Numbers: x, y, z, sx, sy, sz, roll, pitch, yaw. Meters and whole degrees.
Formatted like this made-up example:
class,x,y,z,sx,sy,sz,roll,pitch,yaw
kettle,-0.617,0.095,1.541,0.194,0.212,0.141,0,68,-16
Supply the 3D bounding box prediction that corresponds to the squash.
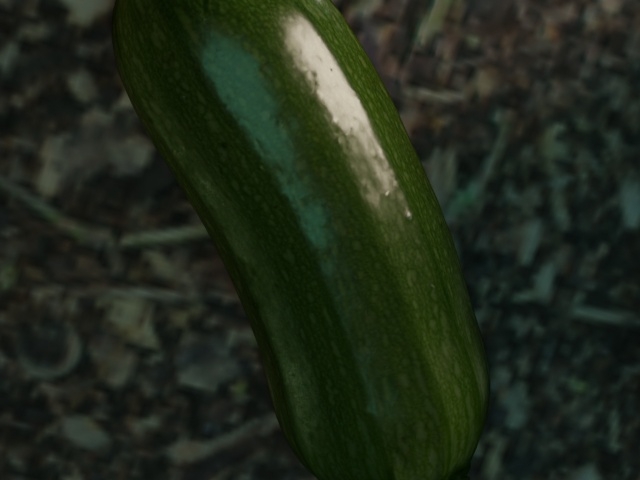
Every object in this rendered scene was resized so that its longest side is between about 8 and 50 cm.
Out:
class,x,y,z,sx,sy,sz,roll,pitch,yaw
squash,0.000,0.000,0.539,0.077,0.068,0.219,-25,110,-10
